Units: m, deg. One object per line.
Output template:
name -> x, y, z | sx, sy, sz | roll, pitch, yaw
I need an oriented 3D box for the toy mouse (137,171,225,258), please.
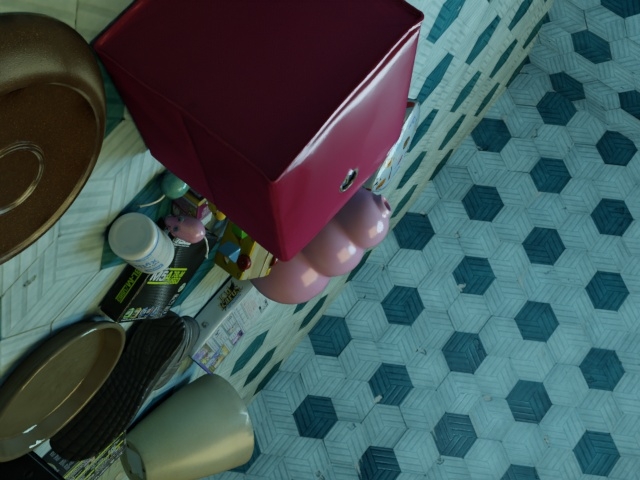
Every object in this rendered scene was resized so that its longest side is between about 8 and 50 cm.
toy mouse -> -0.196, -0.053, 1.058 | 0.031, 0.143, 0.161 | 10, -81, 62

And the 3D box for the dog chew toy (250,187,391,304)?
dog chew toy -> 0.000, 0.000, 1.519 | 0.331, 0.207, 0.206 | -28, 177, 21

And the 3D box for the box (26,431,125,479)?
box -> -0.516, 0.475, 1.466 | 0.270, 0.060, 0.216 | -45, 165, -34

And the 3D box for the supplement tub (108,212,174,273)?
supplement tub -> -0.262, 0.005, 1.054 | 0.071, 0.071, 0.107 | -51, 167, -9

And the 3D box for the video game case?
video game case -> -0.229, 0.196, 1.738 | 0.244, 0.061, 0.269 | -51, 168, -15

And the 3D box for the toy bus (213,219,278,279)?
toy bus -> -0.126, -0.026, 1.351 | 0.202, 0.104, 0.191 | -45, 151, -23

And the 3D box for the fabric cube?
fabric cube -> -0.059, -0.174, 0.852 | 0.254, 0.259, 0.258 | -48, 167, -15

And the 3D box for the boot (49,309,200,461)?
boot -> -0.360, 0.286, 1.403 | 0.338, 0.118, 0.223 | -46, 172, -10

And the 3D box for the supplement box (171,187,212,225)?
supplement box -> -0.201, -0.060, 1.132 | 0.043, 0.055, 0.083 | -45, 166, -35

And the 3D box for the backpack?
backpack -> 0.077, -0.219, 1.405 | 0.277, 0.213, 0.263 | -58, 178, 9

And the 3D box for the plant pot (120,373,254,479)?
plant pot -> -0.353, 0.500, 1.797 | 0.274, 0.256, 0.256 | -17, 146, -42

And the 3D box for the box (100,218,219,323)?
box -> -0.269, 0.053, 1.226 | 0.184, 0.045, 0.190 | -52, 169, 4

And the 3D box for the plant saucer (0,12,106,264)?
plant saucer -> -0.317, -0.069, 0.696 | 0.310, 0.050, 0.310 | -48, 167, -15

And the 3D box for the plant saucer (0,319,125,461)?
plant saucer -> -0.428, 0.234, 1.153 | 0.278, 0.041, 0.278 | -49, 167, -16

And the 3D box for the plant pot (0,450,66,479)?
plant pot -> -0.504, 0.461, 1.211 | 0.187, 0.188, 0.167 | -44, 154, -34
